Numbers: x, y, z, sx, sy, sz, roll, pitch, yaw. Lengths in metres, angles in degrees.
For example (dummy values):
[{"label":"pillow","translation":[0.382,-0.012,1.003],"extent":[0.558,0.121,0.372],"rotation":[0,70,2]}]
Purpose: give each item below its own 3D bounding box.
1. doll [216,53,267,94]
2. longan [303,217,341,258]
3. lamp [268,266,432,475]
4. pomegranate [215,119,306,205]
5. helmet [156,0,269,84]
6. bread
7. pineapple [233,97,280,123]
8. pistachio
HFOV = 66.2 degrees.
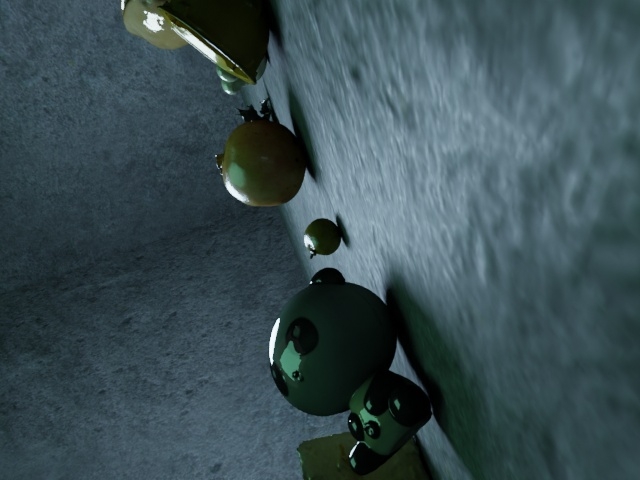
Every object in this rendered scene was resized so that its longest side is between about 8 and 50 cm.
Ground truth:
[{"label":"doll","translation":[-0.189,-0.457,1.105],"extent":[0.155,0.113,0.275],"rotation":[77,179,-69]},{"label":"longan","translation":[0.000,0.000,0.903],"extent":[0.075,0.083,0.075],"rotation":[29,160,12]},{"label":"lamp","translation":[0.035,0.169,0.668],"extent":[0.244,0.197,0.198],"rotation":[47,162,34]},{"label":"pomegranate","translation":[-0.122,-0.156,1.035],"extent":[0.191,0.191,0.192],"rotation":[161,90,-85]},{"label":"helmet","translation":[-0.167,-0.394,0.876],"extent":[0.205,0.140,0.257],"rotation":[34,-172,-28]},{"label":"bread","translation":[0.132,0.570,0.902],"extent":[0.405,0.241,0.346],"rotation":[83,170,-51]},{"label":"pineapple","translation":[-0.187,-0.302,1.483],"extent":[0.365,0.165,0.166],"rotation":[108,143,-67]},{"label":"pistachio","translation":[-0.329,-0.500,1.034],"extent":[0.293,0.181,0.162],"rotation":[-171,63,-71]}]
